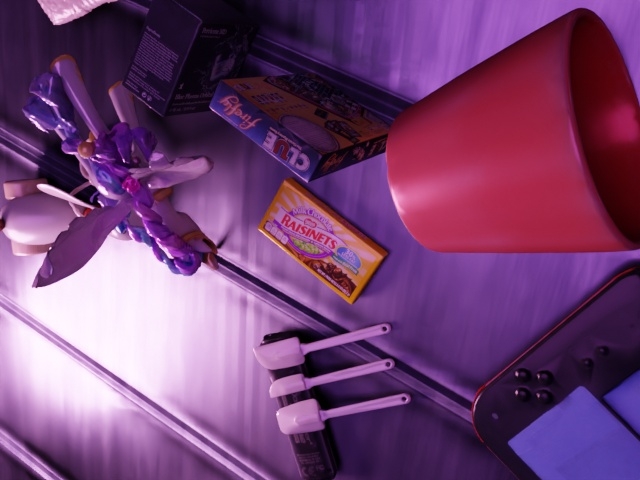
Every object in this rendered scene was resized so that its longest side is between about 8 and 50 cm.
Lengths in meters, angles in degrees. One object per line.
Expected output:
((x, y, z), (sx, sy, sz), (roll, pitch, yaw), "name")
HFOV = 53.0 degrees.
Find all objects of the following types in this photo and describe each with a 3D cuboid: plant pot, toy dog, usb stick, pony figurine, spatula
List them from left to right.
((-0.510, -0.041, 1.213), (0.333, 0.161, 0.220), (-20, 95, 31), "toy dog")
((-0.302, -0.097, 0.993), (0.302, 0.351, 0.364), (-34, 86, 9), "pony figurine")
((-0.037, 0.293, 1.129), (0.077, 0.045, 0.278), (-14, 98, 20), "usb stick")
((0.021, 0.230, 1.070), (0.241, 0.019, 0.168), (-16, 92, 16), "spatula")
((0.230, -0.099, 0.766), (0.243, 0.275, 0.275), (-14, 98, 40), "plant pot")

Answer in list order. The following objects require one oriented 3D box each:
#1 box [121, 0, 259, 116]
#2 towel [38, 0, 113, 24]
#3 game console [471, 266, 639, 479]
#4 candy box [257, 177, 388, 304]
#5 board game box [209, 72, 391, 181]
((-0.197, -0.283, 0.982), (0.093, 0.156, 0.158), (37, 118, 13), "box")
((-0.444, -0.508, 1.046), (0.187, 0.049, 0.282), (-12, 125, 23), "towel")
((0.437, 0.275, 0.868), (0.386, 0.060, 0.342), (46, 120, 9), "game console")
((0.000, 0.000, 1.036), (0.205, 0.027, 0.105), (38, 115, 13), "candy box")
((-0.013, -0.163, 0.870), (0.165, 0.243, 0.042), (38, 119, 14), "board game box")
